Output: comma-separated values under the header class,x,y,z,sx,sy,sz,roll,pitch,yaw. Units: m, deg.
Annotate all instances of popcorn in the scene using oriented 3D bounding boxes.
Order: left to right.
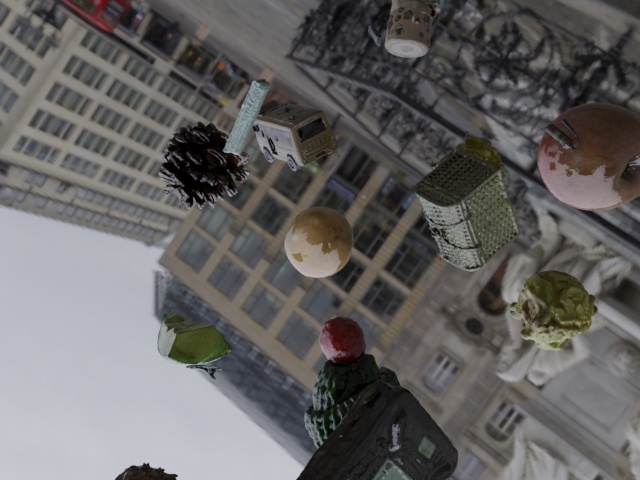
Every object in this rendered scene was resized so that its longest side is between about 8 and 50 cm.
class,x,y,z,sx,sy,sz,roll,pitch,yaw
popcorn,0.376,-0.164,2.042,0.169,0.189,0.218,41,-139,-13
popcorn,0.546,0.164,1.877,0.185,0.187,0.167,47,-172,37

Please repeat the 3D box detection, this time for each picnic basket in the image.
class,x,y,z,sx,sy,sz,roll,pitch,yaw
picnic basket,0.298,-0.055,1.645,0.134,0.154,0.196,34,157,47

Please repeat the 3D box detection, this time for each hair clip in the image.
class,x,y,z,sx,sy,sz,roll,pitch,yaw
hair clip,-0.331,0.366,2.222,0.115,0.039,0.030,0,154,38

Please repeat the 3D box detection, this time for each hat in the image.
class,x,y,z,sx,sy,sz,roll,pitch,yaw
hat,0.065,0.353,1.953,0.332,0.242,0.274,70,-160,-3

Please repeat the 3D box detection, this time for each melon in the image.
class,x,y,z,sx,sy,sz,roll,pitch,yaw
melon,-0.411,0.303,2.437,0.196,0.124,0.323,-2,-176,-24

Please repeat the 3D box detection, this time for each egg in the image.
class,x,y,z,sx,sy,sz,roll,pitch,yaw
egg,0.000,0.000,2.301,0.201,0.201,0.244,35,158,2

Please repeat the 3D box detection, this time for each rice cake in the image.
class,x,y,z,sx,sy,sz,roll,pitch,yaw
rice cake,-0.141,-0.232,1.510,0.029,0.171,0.033,43,-145,21

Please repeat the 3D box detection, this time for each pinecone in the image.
class,x,y,z,sx,sy,sz,roll,pitch,yaw
pinecone,-0.286,-0.173,1.922,0.221,0.221,0.221,34,-175,-4

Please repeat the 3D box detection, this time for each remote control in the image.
class,x,y,z,sx,sy,sz,roll,pitch,yaw
remote control,0.167,-0.639,2.457,0.014,0.039,0.096,-10,-136,-12

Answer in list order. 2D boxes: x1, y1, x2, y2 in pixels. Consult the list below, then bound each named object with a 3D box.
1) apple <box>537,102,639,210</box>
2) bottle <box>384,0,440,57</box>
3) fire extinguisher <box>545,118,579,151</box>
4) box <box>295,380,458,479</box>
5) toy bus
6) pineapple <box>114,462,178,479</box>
class,x,y,z,sx,sy,sz,roll,pitch,yaw
apple,0.805,-0.239,2.268,0.344,0.345,0.269,31,167,-32
bottle,0.185,-0.455,1.597,0.098,0.152,0.099,10,171,2
fire extinguisher,0.509,-0.218,1.638,0.032,0.046,0.100,42,-170,-40
box,0.110,0.486,1.576,0.091,0.350,0.359,29,164,47
toy bus,-0.082,-0.307,2.264,0.289,0.139,0.157,28,142,59
pineapple,-0.266,0.551,1.553,0.309,0.170,0.141,12,-172,24
